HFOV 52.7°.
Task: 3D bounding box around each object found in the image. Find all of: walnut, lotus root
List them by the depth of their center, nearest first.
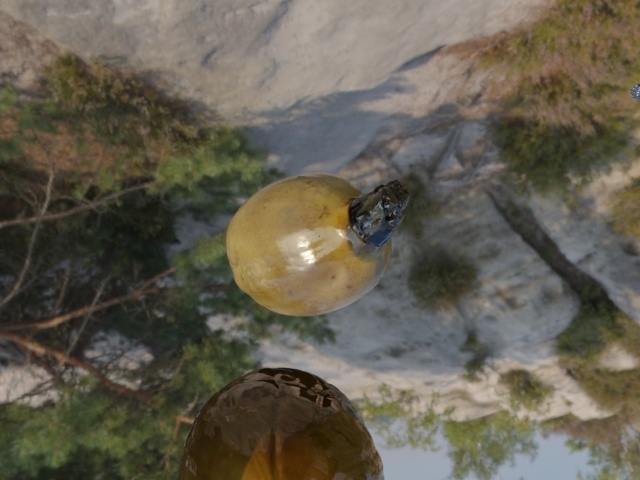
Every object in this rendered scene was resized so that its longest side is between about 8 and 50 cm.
[{"bbox_3d":[-0.031,0.185,0.509,0.167,0.167,0.207,-16,177,-6],"label":"walnut"},{"bbox_3d":[0.000,0.000,0.812,0.183,0.182,0.310,-5,172,-39],"label":"lotus root"}]

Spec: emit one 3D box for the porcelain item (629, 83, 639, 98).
[{"bbox_3d":[0.465,-0.204,0.886,0.075,0.021,0.136,6,126,10],"label":"porcelain item"}]
